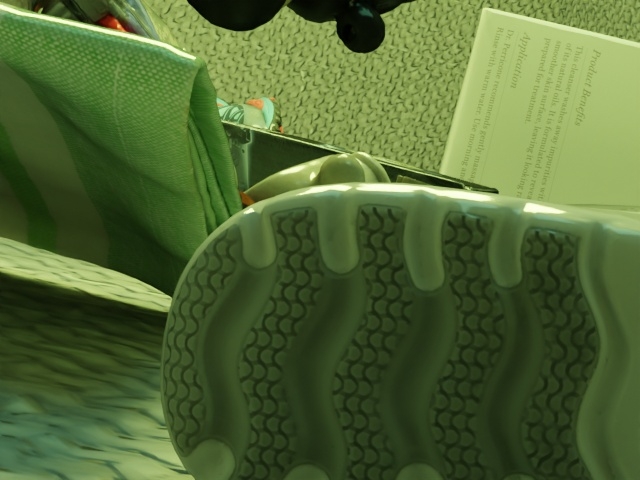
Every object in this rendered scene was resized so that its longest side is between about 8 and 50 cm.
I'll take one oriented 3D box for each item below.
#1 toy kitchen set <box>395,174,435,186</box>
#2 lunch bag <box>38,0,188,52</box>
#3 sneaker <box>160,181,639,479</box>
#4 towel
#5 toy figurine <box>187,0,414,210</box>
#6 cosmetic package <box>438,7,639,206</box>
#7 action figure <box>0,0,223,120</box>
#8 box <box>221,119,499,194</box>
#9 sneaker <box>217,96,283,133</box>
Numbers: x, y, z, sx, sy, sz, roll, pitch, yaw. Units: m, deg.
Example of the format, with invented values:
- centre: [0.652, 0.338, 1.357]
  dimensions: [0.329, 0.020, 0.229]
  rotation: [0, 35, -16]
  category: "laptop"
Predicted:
- centre: [0.000, 0.000, 0.667]
  dimensions: [0.083, 0.075, 0.068]
  rotation: [19, 3, 2]
  category: "toy kitchen set"
- centre: [-0.283, -0.198, 1.651]
  dimensions: [0.256, 0.212, 0.305]
  rotation: [32, 8, 9]
  category: "lunch bag"
- centre: [0.110, 0.034, 0.357]
  dimensions: [0.281, 0.105, 0.115]
  rotation: [14, 4, 3]
  category: "sneaker"
- centre: [-0.185, -0.047, 0.510]
  dimensions: [0.325, 0.038, 0.248]
  rotation: [16, -14, 5]
  category: "towel"
- centre: [-0.066, -0.088, 0.757]
  dimensions: [0.213, 0.209, 0.148]
  rotation: [24, 25, 32]
  category: "toy figurine"
- centre: [0.287, -0.034, 1.217]
  dimensions: [0.385, 0.217, 0.156]
  rotation: [16, 4, 5]
  category: "cosmetic package"
- centre: [-0.190, -0.089, 1.110]
  dimensions: [0.330, 0.178, 0.341]
  rotation: [28, -15, 46]
  category: "action figure"
- centre: [0.009, -0.019, 0.963]
  dimensions: [0.180, 0.077, 0.147]
  rotation: [15, 5, 13]
  category: "box"
- centre: [-0.118, -0.079, 1.446]
  dimensions: [0.125, 0.104, 0.262]
  rotation: [-7, 8, -24]
  category: "sneaker"
